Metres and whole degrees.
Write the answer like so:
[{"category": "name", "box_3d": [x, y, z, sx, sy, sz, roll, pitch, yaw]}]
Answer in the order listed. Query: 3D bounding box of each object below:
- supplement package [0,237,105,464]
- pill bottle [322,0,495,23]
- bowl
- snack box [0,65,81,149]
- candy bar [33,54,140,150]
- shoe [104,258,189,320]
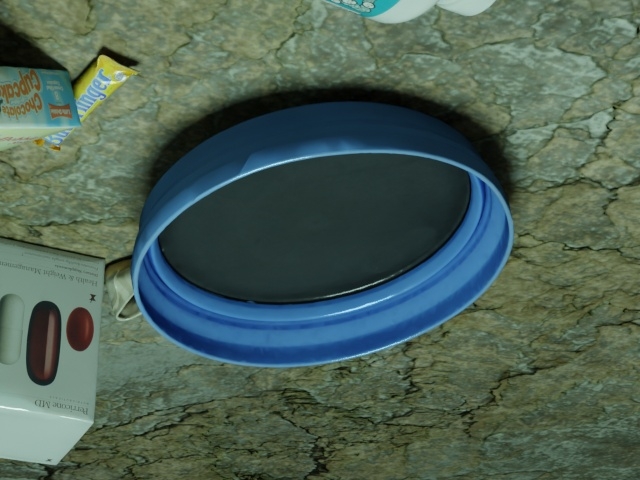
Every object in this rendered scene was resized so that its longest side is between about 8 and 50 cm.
[{"category": "supplement package", "box_3d": [-0.357, 0.120, 1.543, 0.194, 0.203, 0.149, 12, 148, -23]}, {"category": "pill bottle", "box_3d": [0.012, -0.242, 0.974, 0.264, 0.146, 0.146, 15, 147, -27]}, {"category": "bowl", "box_3d": [0.000, 0.000, 1.419, 0.391, 0.077, 0.391, -8, 147, -5]}, {"category": "snack box", "box_3d": [-0.357, -0.095, 1.146, 0.187, 0.060, 0.322, -15, 180, 19]}, {"category": "candy bar", "box_3d": [-0.225, -0.128, 1.297, 0.040, 0.018, 0.161, 20, 144, -32]}, {"category": "shoe", "box_3d": [-0.156, 0.032, 1.541, 0.219, 0.058, 0.076, -25, 143, 35]}]
